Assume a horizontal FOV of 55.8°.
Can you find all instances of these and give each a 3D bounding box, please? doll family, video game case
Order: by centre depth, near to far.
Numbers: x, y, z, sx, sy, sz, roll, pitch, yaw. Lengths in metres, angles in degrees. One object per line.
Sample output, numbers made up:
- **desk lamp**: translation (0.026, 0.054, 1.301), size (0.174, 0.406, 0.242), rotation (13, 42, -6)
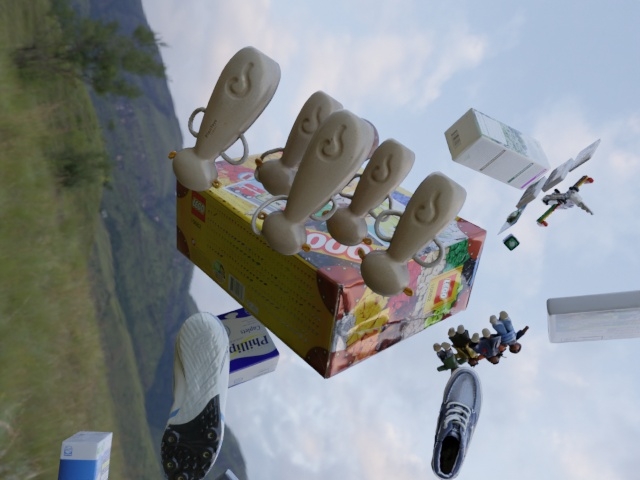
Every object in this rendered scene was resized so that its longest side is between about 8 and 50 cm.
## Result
- **video game case**: translation (0.616, 0.147, 1.177), size (0.300, 0.328, 0.036), rotation (44, 42, -62)
- **doll family**: translation (0.320, 0.212, 1.202), size (0.193, 0.076, 0.111), rotation (-20, -59, 25)

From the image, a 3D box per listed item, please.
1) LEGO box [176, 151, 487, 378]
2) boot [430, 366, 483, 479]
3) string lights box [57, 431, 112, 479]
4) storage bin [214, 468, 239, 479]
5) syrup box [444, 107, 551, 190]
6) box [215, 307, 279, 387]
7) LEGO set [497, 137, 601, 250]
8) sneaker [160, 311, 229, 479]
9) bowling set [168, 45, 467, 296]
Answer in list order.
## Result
- **LEGO box**: translation (0.000, 0.000, 1.193), size (0.500, 0.372, 0.193), rotation (33, -52, 39)
- **boot**: translation (0.225, 0.295, 0.984), size (0.086, 0.069, 0.190), rotation (65, 38, -68)
- **string lights box**: translation (-0.499, 0.543, 1.260), size (0.133, 0.076, 0.260), rotation (130, -36, -80)
- **storage bin**: translation (-0.214, 0.604, 1.397), size (0.135, 0.091, 0.098), rotation (45, -8, 6)
- **syrup box**: translation (0.410, -0.207, 1.396), size (0.096, 0.236, 0.093), rotation (-43, -139, 41)
- **box**: translation (-0.171, 0.219, 1.253), size (0.137, 0.126, 0.072), rotation (56, -36, 29)
- **LEGO set**: translation (0.410, -0.066, 1.071), size (0.060, 0.244, 0.182), rotation (46, -41, -1)
- **sneaker**: translation (-0.169, 0.219, 0.843), size (0.086, 0.085, 0.237), rotation (89, 6, -78)
- **bowling set**: translation (0.012, -0.059, 0.644), size (0.287, 0.200, 0.154), rotation (37, -77, 12)
